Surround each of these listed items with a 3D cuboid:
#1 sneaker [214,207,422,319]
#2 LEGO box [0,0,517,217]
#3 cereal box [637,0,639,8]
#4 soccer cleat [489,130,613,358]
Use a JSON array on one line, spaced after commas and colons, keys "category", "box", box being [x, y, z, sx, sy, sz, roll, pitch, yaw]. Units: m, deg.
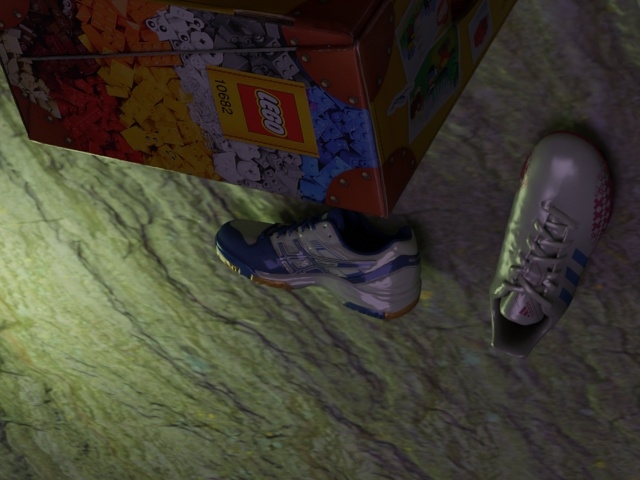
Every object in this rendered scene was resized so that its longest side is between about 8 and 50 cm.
[{"category": "sneaker", "box": [0.000, 0.000, 2.231, 0.297, 0.112, 0.131, 14, 122, 17]}, {"category": "LEGO box", "box": [-0.015, -0.287, 1.532, 0.373, 0.500, 0.193, 13, 139, 24]}, {"category": "cereal box", "box": [0.363, -0.275, 1.643, 0.173, 0.047, 0.240, 37, 159, 51]}, {"category": "soccer cleat", "box": [0.272, 0.017, 2.017, 0.116, 0.143, 0.331, 20, 141, 13]}]
